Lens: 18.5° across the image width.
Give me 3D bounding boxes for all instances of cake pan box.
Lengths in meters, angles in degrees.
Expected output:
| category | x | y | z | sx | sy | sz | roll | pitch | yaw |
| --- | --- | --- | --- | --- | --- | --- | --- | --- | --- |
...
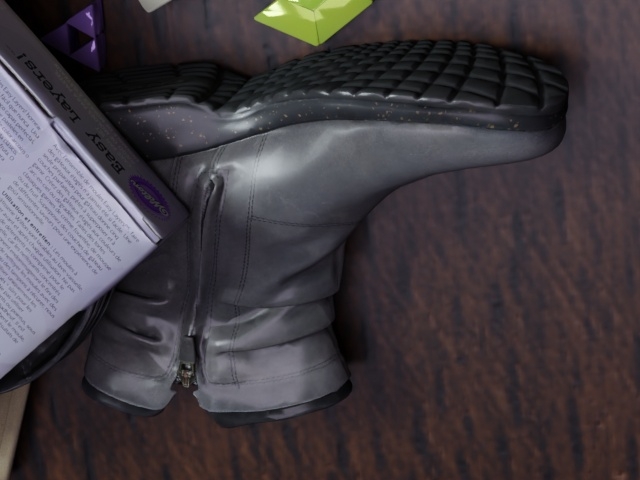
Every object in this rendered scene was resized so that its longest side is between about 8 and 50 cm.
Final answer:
| category | x | y | z | sx | sy | sz | roll | pitch | yaw |
| --- | --- | --- | --- | --- | --- | --- | --- | --- | --- |
| cake pan box | -0.245 | -0.026 | 1.183 | 0.246 | 0.070 | 0.267 | -41 | 92 | 25 |

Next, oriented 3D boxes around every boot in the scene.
| category | x | y | z | sx | sy | sz | roll | pitch | yaw |
| --- | --- | --- | --- | --- | --- | --- | --- | --- | --- |
| boot | 0.000 | 0.000 | 1.215 | 0.338 | 0.118 | 0.223 | -1 | 110 | 23 |

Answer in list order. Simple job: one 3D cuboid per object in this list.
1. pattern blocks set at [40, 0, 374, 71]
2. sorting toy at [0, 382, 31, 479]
| category | x | y | z | sx | sy | sz | roll | pitch | yaw |
| --- | --- | --- | --- | --- | --- | --- | --- | --- | --- |
| pattern blocks set | -0.073 | -0.241 | 1.190 | 0.285 | 0.026 | 0.325 | 44 | 109 | -4 |
| sorting toy | -0.329 | 0.022 | 1.318 | 0.307 | 0.041 | 0.229 | 17 | 113 | 6 |
